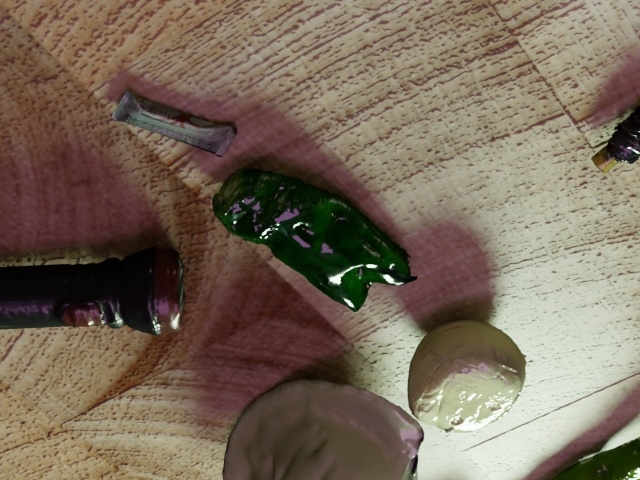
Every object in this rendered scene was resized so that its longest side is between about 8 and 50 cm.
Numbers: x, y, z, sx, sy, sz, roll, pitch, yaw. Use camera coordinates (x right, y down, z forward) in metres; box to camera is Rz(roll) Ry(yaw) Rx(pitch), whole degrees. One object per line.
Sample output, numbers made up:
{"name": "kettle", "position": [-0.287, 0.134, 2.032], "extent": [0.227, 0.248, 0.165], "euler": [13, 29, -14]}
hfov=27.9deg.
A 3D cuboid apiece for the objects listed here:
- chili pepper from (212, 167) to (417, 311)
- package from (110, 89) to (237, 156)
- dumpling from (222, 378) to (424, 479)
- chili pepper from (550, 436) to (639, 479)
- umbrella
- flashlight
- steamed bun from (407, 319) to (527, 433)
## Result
{"name": "chili pepper", "position": [0.000, 0.001, 1.240], "extent": [0.224, 0.061, 0.098], "euler": [33, 116, -29]}
{"name": "package", "position": [-0.131, -0.104, 1.156], "extent": [0.110, 0.015, 0.037], "euler": [17, 129, -22]}
{"name": "dumpling", "position": [0.003, 0.260, 1.441], "extent": [0.227, 0.175, 0.243], "euler": [31, 94, 12]}
{"name": "chili pepper", "position": [0.311, 0.305, 1.546], "extent": [0.085, 0.076, 0.359], "euler": [16, 137, -25]}
{"name": "umbrella", "position": [0.306, -0.112, 1.173], "extent": [0.040, 0.037, 0.144], "euler": [22, 126, -41]}
{"name": "flashlight", "position": [-0.249, 0.055, 1.250], "extent": [0.232, 0.093, 0.093], "euler": [-3, 134, -1]}
{"name": "steamed bun", "position": [0.150, 0.136, 1.358], "extent": [0.112, 0.091, 0.130], "euler": [22, 127, -21]}
